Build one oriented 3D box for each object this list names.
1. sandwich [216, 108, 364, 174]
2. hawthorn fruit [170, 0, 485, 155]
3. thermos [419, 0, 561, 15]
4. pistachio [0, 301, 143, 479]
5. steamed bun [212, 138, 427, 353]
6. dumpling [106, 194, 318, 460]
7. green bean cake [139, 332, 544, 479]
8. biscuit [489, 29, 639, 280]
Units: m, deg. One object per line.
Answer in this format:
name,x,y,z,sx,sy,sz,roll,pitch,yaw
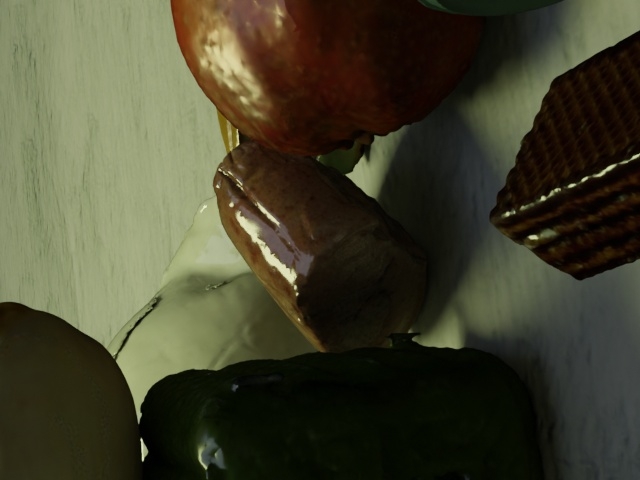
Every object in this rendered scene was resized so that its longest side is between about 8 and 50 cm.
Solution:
sandwich,-0.010,-0.154,1.227,0.144,0.117,0.187,142,121,-63
hawthorn fruit,-0.001,-0.186,1.097,0.205,0.205,0.253,1,111,63
thermos,0.093,-0.280,0.991,0.182,0.145,0.287,68,-171,-71
pistachio,-0.179,0.145,1.040,0.144,0.144,0.215,-30,67,61
steamed bun,0.000,0.000,1.192,0.145,0.106,0.175,50,179,30
dumpling,-0.067,0.157,1.333,0.260,0.181,0.341,20,72,32
green bean cake,0.019,0.195,1.079,0.156,0.249,0.247,4,97,64
biscuit,0.217,-0.073,0.788,0.388,0.073,0.107,-28,32,62
